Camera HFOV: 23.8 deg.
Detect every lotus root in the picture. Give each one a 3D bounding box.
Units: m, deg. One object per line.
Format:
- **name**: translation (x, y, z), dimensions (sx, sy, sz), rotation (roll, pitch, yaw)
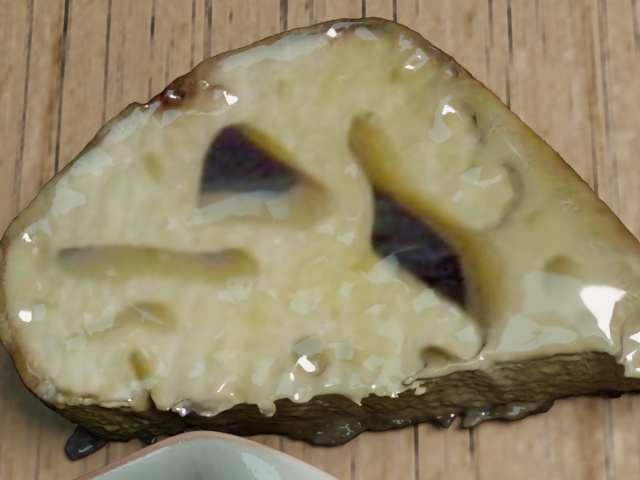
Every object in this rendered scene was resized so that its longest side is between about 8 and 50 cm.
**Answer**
- **lotus root**: translation (0.000, 0.000, 0.585), dimensions (0.261, 0.074, 0.170), rotation (-13, 66, 12)

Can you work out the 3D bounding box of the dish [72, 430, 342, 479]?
- **dish**: translation (-0.073, 0.169, 0.551), dimensions (0.234, 0.064, 0.154), rotation (-25, 66, 8)
